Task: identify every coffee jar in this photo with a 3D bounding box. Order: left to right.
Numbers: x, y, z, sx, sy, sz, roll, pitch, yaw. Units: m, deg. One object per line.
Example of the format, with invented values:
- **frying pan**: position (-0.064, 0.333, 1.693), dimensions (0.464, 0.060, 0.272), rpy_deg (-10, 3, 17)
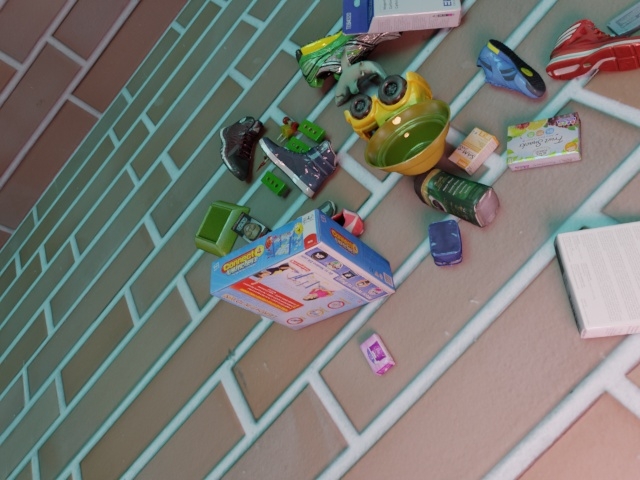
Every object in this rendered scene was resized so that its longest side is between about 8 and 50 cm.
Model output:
- **coffee jar**: position (0.300, -0.102, 1.071), dimensions (0.184, 0.096, 0.079), rpy_deg (31, 81, 44)

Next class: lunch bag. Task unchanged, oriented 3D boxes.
- **lunch bag**: position (0.278, 0.011, 1.052), dimensions (0.067, 0.065, 0.098), rpy_deg (-8, 61, 19)

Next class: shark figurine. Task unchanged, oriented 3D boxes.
- **shark figurine**: position (0.151, -0.483, 1.396), dimensions (0.278, 0.116, 0.166), rpy_deg (19, 112, 53)

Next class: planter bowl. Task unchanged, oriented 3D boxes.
- **planter bowl**: position (0.216, -0.215, 1.095), dimensions (0.217, 0.090, 0.217), rpy_deg (-29, 35, 22)

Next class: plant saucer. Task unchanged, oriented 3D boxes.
- **plant saucer**: position (-0.345, -0.049, 1.604), dimensions (0.189, 0.045, 0.188), rpy_deg (16, 78, 43)

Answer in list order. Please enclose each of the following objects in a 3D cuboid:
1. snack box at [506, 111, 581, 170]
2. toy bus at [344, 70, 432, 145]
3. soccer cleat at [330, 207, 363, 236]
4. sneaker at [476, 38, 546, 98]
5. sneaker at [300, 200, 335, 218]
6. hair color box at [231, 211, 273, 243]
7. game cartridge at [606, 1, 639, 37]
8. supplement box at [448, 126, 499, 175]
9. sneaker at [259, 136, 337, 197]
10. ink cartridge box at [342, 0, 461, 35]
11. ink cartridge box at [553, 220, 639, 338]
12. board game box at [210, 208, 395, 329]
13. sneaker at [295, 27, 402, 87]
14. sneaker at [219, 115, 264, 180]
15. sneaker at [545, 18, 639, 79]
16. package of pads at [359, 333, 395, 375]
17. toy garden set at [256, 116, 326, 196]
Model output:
- **snack box**: position (0.479, -0.210, 1.023), dimensions (0.141, 0.037, 0.100), rpy_deg (-6, 65, 37)
- **toy bus**: position (0.195, -0.292, 1.243), dimensions (0.220, 0.150, 0.211), rpy_deg (-22, 71, 32)
- **soccer cleat**: position (0.000, 0.000, 1.262), dimensions (0.248, 0.095, 0.083), rpy_deg (-34, 50, 20)
- **sneaker**: position (0.450, -0.391, 1.136), dimensions (0.209, 0.069, 0.082), rpy_deg (61, 143, 31)
- **sneaker**: position (-0.024, -0.053, 1.330), dimensions (0.158, 0.065, 0.061), rpy_deg (-49, 46, 8)
- **hair color box**: position (-0.215, -0.032, 1.490), dimensions (0.141, 0.043, 0.071), rpy_deg (30, 87, 43)
- **game cartridge**: position (0.671, -0.475, 1.022), dimensions (0.083, 0.017, 0.055), rpy_deg (-32, 47, 22)
- **supplement box**: position (0.360, -0.210, 1.120), dimensions (0.098, 0.036, 0.062), rpy_deg (-50, 46, 7)
- **sneaker**: position (-0.055, -0.259, 1.395), dimensions (0.226, 0.086, 0.163), rpy_deg (44, 102, -1)
- **ink cartridge box**: position (0.227, -0.747, 1.393), dimensions (0.331, 0.071, 0.323), rpy_deg (-2, 63, 5)
- **ink cartridge box**: position (0.553, 0.061, 0.826), dimensions (0.233, 0.066, 0.188), rpy_deg (-8, 60, 12)
- **board game box**: position (-0.036, 0.085, 1.099), dimensions (0.302, 0.308, 0.086), rpy_deg (-25, 53, 26)
- **sneaker**: position (0.098, -0.586, 1.497), dimensions (0.344, 0.134, 0.146), rpy_deg (-17, 94, 24)
- **sneaker**: position (-0.262, -0.344, 1.654), dimensions (0.163, 0.106, 0.281), rpy_deg (-34, 49, 17)
- **sneaker**: position (0.601, -0.427, 1.006), dimensions (0.221, 0.087, 0.127), rpy_deg (4, 72, 39)
- **package of pads**: position (0.127, 0.255, 1.067), dimensions (0.050, 0.032, 0.083), rpy_deg (-44, 47, 15)
- **toy garden set**: position (-0.104, -0.278, 1.530), dimensions (0.244, 0.049, 0.204), rpy_deg (-53, 48, 5)
